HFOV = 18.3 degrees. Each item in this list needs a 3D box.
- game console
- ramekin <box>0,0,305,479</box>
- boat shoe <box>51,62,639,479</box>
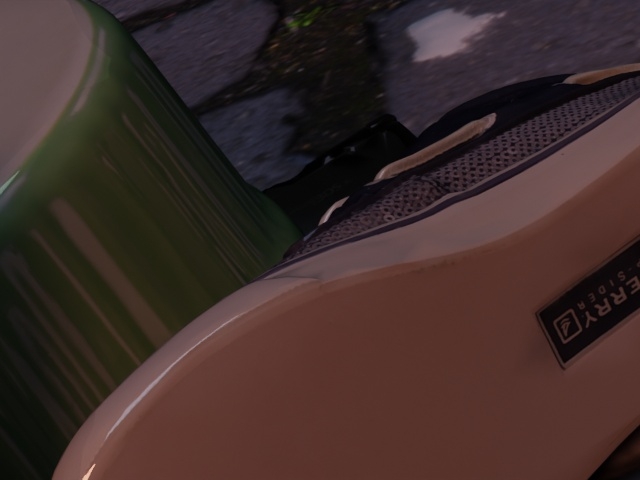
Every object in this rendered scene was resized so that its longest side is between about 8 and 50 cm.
[{"bbox_3d":[0.000,0.000,0.959,0.122,0.071,0.107,-33,53,-17],"label":"game console"},{"bbox_3d":[-0.164,0.031,0.817,0.303,0.148,0.303,-24,29,15],"label":"ramekin"},{"bbox_3d":[0.033,0.034,0.724,0.340,0.127,0.158,-27,14,-25],"label":"boat shoe"}]
